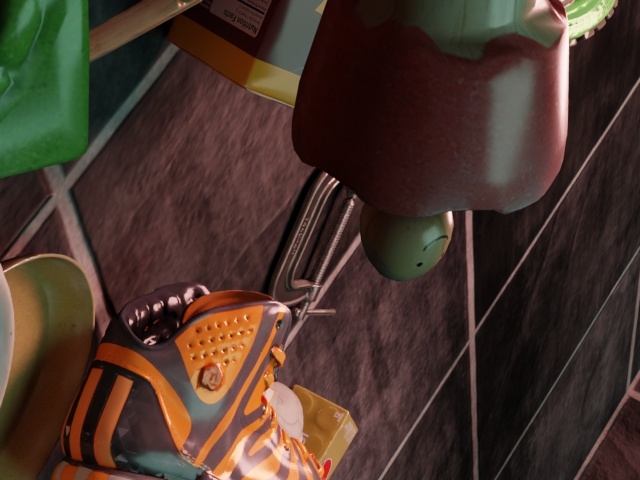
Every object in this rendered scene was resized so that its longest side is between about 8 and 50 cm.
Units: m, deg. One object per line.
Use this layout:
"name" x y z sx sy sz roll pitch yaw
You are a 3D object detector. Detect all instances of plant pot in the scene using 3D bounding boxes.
"plant pot" -0.224 0.109 1.253 0.236 0.032 0.236 -52 158 -32

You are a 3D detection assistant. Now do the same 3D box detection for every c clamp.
"c clamp" 0.000 0.000 1.709 0.137 0.022 0.160 -11 127 -60

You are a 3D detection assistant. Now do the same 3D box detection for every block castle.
"block castle" -0.177 -0.074 0.570 0.453 0.303 0.213 -18 130 -30

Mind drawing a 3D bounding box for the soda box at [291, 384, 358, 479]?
"soda box" -0.039 0.227 1.826 0.181 0.061 0.058 -58 160 -15

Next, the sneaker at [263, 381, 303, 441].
"sneaker" -0.066 0.112 1.571 0.121 0.099 0.262 -70 161 5

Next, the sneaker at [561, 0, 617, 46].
"sneaker" 0.208 -0.282 1.767 0.343 0.134 0.146 -47 130 -30

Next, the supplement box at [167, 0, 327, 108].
"supplement box" 0.039 -0.171 1.290 0.191 0.129 0.194 19 100 -32

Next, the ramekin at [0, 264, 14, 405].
"ramekin" -0.262 0.074 0.967 0.273 0.127 0.273 -52 158 -31

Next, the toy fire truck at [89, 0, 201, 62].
"toy fire truck" -0.097 -0.179 1.075 0.217 0.158 0.246 -11 121 -56

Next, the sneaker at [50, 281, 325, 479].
"sneaker" -0.042 0.133 1.423 0.321 0.124 0.180 27 75 -49
